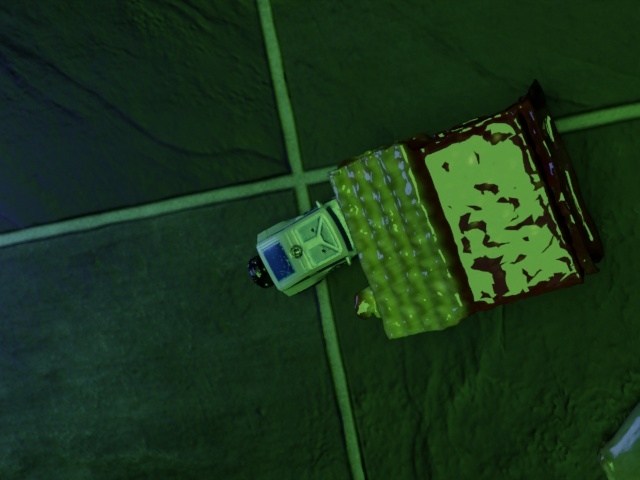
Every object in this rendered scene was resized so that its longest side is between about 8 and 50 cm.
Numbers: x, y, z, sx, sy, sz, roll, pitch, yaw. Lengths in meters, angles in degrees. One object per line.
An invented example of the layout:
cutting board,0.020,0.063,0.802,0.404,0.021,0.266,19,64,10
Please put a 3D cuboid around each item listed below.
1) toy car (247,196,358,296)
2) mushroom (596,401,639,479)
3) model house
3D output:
toy car,0.000,0.000,1.435,0.171,0.070,0.080,-28,87,17
mushroom,0.396,0.121,1.314,0.109,0.097,0.351,33,106,12
model house,0.132,-0.022,1.332,0.254,0.160,0.196,-21,95,12
